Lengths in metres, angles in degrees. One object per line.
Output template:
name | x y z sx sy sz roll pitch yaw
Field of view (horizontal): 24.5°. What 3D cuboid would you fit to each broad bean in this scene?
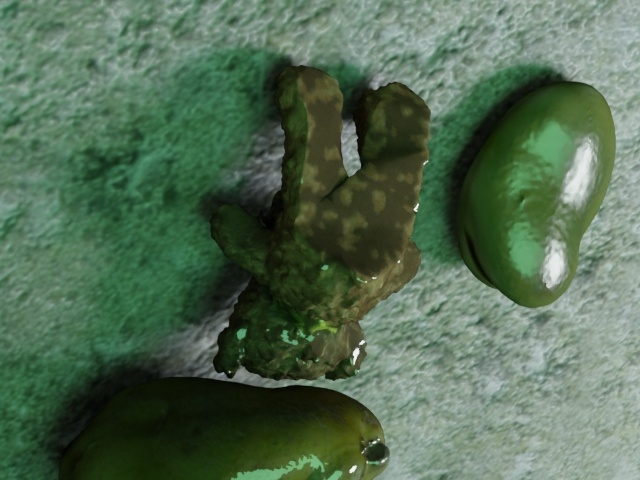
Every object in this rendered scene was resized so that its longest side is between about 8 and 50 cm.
broad bean | 0.245 -0.059 1.690 0.189 0.121 0.263 18 93 -32

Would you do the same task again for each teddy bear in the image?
teddy bear | -0.001 -0.009 1.549 0.246 0.222 0.296 9 70 -28

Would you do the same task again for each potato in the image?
potato | -0.102 0.239 1.559 0.351 0.202 0.218 -8 168 4
